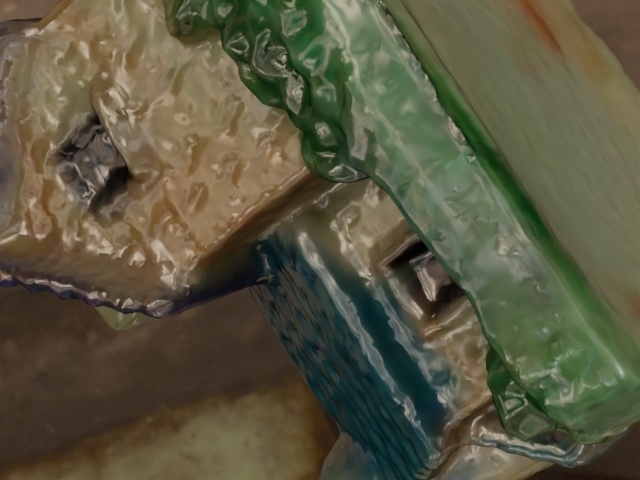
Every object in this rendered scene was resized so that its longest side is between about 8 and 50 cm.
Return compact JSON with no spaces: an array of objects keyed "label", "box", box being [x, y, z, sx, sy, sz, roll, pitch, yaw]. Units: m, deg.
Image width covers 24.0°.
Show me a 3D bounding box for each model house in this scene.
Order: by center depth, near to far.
[{"label":"model house","box":[0.000,0.000,0.714,0.280,0.312,0.245,-36,173,28]}]
